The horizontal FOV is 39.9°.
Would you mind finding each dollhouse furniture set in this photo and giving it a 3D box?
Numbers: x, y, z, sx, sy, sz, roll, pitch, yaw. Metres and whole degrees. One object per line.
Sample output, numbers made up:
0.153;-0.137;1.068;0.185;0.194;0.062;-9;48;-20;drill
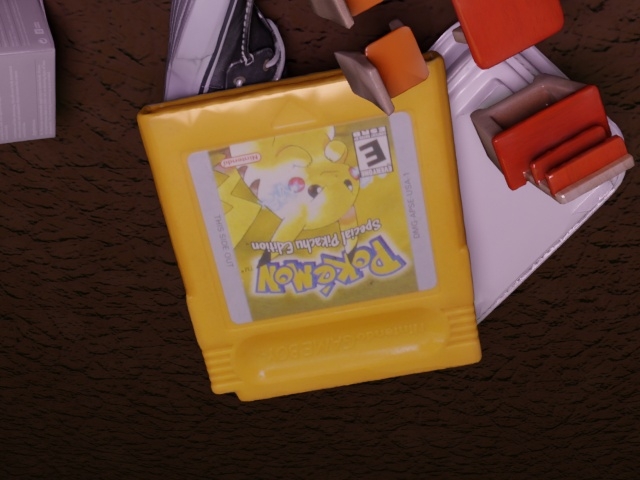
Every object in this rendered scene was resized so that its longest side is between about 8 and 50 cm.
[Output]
0.154;-0.171;0.703;0.262;0.135;0.259;-29;116;-2;dollhouse furniture set

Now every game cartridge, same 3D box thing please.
0.000;0.000;0.862;0.285;0.052;0.323;-11;112;3;game cartridge

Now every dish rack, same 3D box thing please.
0.155;-0.037;0.941;0.285;0.072;0.333;33;110;-30;dish rack

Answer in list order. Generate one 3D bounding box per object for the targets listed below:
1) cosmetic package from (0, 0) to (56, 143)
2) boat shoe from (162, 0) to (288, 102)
-0.384;-0.159;0.855;0.238;0.107;0.127;-7;145;-24;cosmetic package
-0.091;-0.185;0.872;0.119;0.121;0.335;5;151;-13;boat shoe
